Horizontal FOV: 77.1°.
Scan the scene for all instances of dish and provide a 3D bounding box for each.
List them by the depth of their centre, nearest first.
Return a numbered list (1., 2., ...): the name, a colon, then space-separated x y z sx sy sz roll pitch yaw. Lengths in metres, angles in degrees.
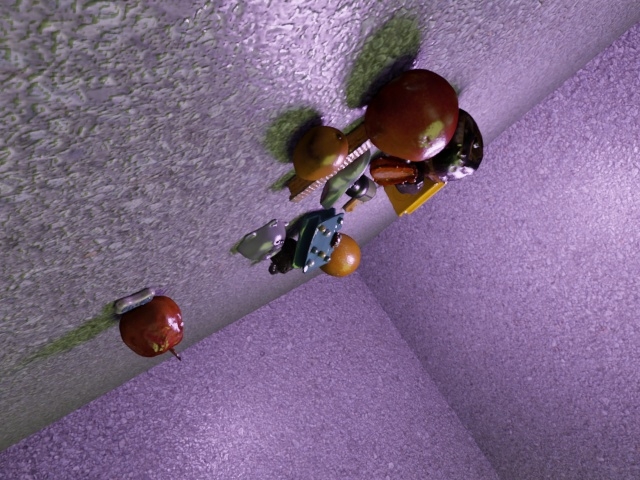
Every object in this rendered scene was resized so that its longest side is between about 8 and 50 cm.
1. dish: -0.199 0.012 1.526 0.228 0.086 0.236 -40 169 33

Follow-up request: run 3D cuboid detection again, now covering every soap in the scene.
1. soap: 0.444 -0.274 1.938 0.096 0.204 0.324 -17 162 -31

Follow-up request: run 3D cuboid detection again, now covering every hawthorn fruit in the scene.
1. hawthorn fruit: -0.558 0.322 1.386 0.208 0.243 0.207 -34 -176 3

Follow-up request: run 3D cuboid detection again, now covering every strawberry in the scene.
1. strawberry: 0.281 -0.270 1.544 0.121 0.188 0.082 70 31 -53

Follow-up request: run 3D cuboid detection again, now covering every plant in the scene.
1. plant: 0.362 -0.302 1.698 0.149 0.146 0.274 -6 164 18
2. plant: -0.164 0.080 1.850 0.142 0.131 0.203 -32 172 -31

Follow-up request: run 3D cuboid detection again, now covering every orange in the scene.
1. orange: 0.099 0.083 2.351 0.274 0.274 0.274 -33 170 -6

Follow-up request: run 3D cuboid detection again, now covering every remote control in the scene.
1. remote control: -0.588 0.192 1.274 0.122 0.032 0.074 -24 167 -43

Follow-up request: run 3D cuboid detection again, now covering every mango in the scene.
1. mango: -0.007 -0.213 1.018 0.145 0.112 0.219 -32 -178 -16

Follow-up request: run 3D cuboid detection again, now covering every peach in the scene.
1. peach: 0.227 -0.316 1.015 0.244 0.199 0.243 5 152 2

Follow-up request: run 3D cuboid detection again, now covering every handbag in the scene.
1. handbag: 0.003 0.002 1.770 0.274 0.100 0.268 -14 125 -58

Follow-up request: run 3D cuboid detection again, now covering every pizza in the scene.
1. pizza: 0.191 -0.187 2.010 0.181 0.034 0.262 -34 171 -5

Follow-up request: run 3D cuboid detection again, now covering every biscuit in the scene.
1. biscuit: 0.053 -0.245 1.194 0.379 0.054 0.094 -36 171 11

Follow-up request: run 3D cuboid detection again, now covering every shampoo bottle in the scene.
1. shampoo bottle: 0.142 -0.209 1.536 0.101 0.101 0.284 -37 170 15

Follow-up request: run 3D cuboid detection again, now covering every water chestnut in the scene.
1. water chestnut: 0.457 -0.356 1.506 0.300 0.300 0.300 -33 170 -6

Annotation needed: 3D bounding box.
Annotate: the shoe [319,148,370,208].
1. shoe: 0.058 -0.213 1.298 0.100 0.103 0.251 24 118 -27
